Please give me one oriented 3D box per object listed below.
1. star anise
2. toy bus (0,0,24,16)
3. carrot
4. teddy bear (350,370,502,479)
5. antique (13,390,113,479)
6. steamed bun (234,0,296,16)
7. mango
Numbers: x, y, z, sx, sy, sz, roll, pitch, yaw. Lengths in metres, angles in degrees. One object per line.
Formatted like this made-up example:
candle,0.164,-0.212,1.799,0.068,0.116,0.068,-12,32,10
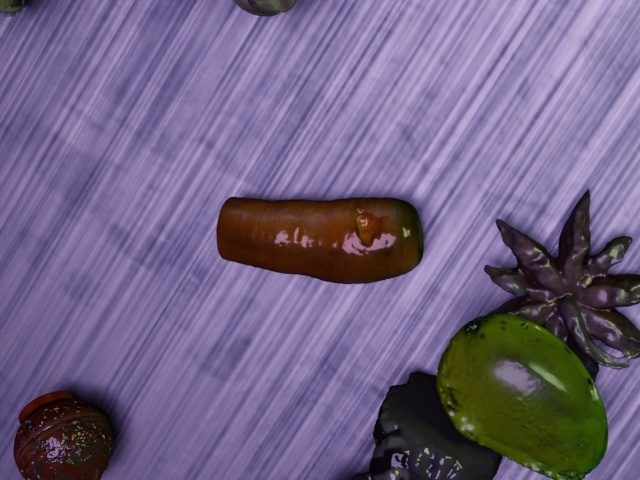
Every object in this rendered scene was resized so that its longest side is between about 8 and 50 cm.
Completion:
star anise,0.224,0.053,1.465,0.195,0.065,0.182,-25,91,16
toy bus,-0.443,-0.279,1.495,0.342,0.138,0.097,10,98,9
carrot,0.000,0.000,1.488,0.193,0.087,0.087,-2,97,12
teddy bear,0.065,0.259,1.461,0.144,0.171,0.251,24,98,0
antique,-0.253,0.205,1.547,0.104,0.104,0.104,1,97,9
steamed bun,-0.065,-0.348,1.392,0.320,0.206,0.275,-30,90,8
mango,0.187,0.142,1.420,0.178,0.100,0.119,43,119,-5
